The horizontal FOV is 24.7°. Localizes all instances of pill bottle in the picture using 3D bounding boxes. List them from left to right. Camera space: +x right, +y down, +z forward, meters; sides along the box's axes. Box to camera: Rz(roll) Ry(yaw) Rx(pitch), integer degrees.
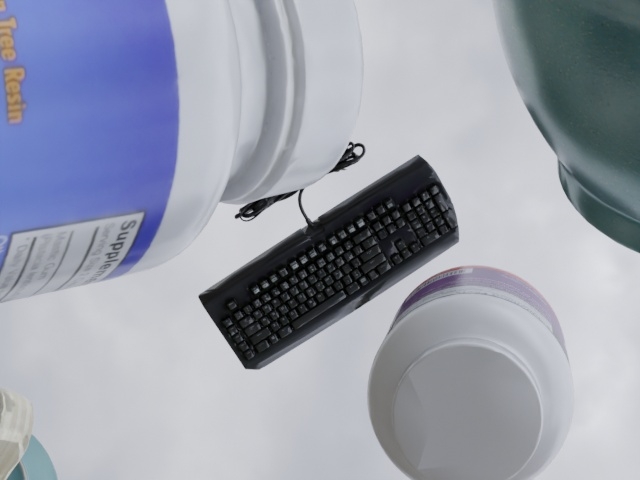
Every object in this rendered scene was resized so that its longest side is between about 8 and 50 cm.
[{"bbox_3d":[-0.123,-0.053,0.503,0.152,0.272,0.152,21,-63,50],"label":"pill bottle"},{"bbox_3d":[0.140,0.128,1.347,0.323,0.181,0.181,-41,144,-80],"label":"pill bottle"}]

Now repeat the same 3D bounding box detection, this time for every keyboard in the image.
[{"bbox_3d":[0.000,0.000,1.725,0.317,0.201,0.033,-33,-162,-3],"label":"keyboard"}]

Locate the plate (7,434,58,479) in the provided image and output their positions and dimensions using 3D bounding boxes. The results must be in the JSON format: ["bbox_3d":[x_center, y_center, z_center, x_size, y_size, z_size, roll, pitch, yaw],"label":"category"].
[{"bbox_3d":[-0.331,0.229,1.328,0.024,0.188,0.188,109,-32,-52],"label":"plate"}]

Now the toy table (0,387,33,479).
[{"bbox_3d":[-0.248,0.169,0.687,0.252,0.274,0.161,-11,-119,12],"label":"toy table"}]

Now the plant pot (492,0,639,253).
[{"bbox_3d":[0.226,-0.106,0.783,0.293,0.293,0.196,51,-32,45],"label":"plant pot"}]
